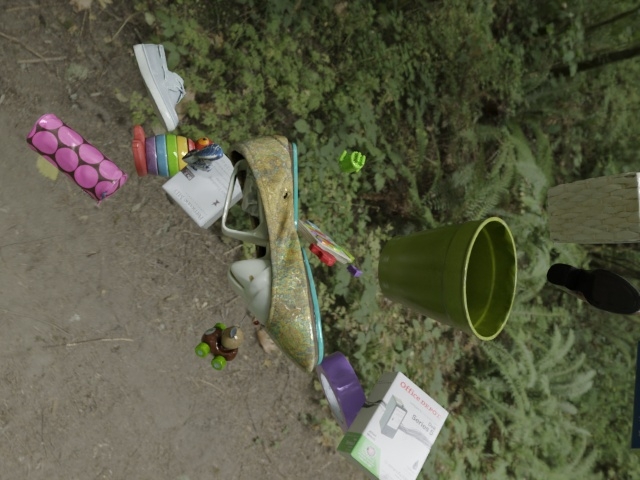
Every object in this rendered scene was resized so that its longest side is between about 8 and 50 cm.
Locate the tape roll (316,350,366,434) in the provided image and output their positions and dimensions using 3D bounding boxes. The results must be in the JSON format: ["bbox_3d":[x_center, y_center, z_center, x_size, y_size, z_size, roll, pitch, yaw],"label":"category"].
[{"bbox_3d":[0.077,0.534,1.515,0.090,0.275,0.275,-21,105,-15],"label":"tape roll"}]

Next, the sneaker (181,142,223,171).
[{"bbox_3d":[-0.284,-0.204,1.087,0.058,0.135,0.052,57,50,-35],"label":"sneaker"}]

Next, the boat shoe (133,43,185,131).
[{"bbox_3d":[-0.340,-0.343,0.943,0.081,0.079,0.228,-19,72,-17],"label":"boat shoe"}]

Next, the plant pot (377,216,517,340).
[{"bbox_3d":[0.391,0.105,1.410,0.366,0.352,0.367,-4,96,-45],"label":"plant pot"}]

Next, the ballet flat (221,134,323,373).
[{"bbox_3d":[-0.077,0.008,0.596,0.123,0.123,0.349,12,61,-43],"label":"ballet flat"}]

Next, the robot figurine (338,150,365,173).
[{"bbox_3d":[0.115,-0.292,1.626,0.101,0.115,0.067,24,66,-33],"label":"robot figurine"}]

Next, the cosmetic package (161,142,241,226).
[{"bbox_3d":[-0.316,-0.147,1.224,0.183,0.151,0.151,-44,96,-9],"label":"cosmetic package"}]

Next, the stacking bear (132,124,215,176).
[{"bbox_3d":[-0.508,-0.310,1.556,0.288,0.175,0.164,-4,131,-17],"label":"stacking bear"}]

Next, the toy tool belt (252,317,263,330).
[{"bbox_3d":[-0.135,0.214,1.129,0.083,0.051,0.052,-18,136,-4],"label":"toy tool belt"}]

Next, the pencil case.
[{"bbox_3d":[-0.555,-0.182,0.984,0.098,0.095,0.209,-44,105,10],"label":"pencil case"}]

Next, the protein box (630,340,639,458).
[{"bbox_3d":[0.566,0.230,0.579,0.136,0.201,0.200,42,53,-6],"label":"protein box"}]

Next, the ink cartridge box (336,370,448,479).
[{"bbox_3d":[0.209,0.547,1.244,0.198,0.115,0.273,40,63,-2],"label":"ink cartridge box"}]

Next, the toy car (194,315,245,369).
[{"bbox_3d":[-0.343,0.350,1.592,0.149,0.188,0.155,38,31,-2],"label":"toy car"}]

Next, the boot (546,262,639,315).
[{"bbox_3d":[0.772,0.161,1.110,0.280,0.264,0.096,23,88,-18],"label":"boot"}]

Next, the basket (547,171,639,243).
[{"bbox_3d":[0.476,-0.051,0.712,0.103,0.167,0.113,-2,88,-25],"label":"basket"}]

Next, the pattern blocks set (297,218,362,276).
[{"bbox_3d":[0.000,0.000,1.256,0.285,0.325,0.026,26,103,-49],"label":"pattern blocks set"}]
